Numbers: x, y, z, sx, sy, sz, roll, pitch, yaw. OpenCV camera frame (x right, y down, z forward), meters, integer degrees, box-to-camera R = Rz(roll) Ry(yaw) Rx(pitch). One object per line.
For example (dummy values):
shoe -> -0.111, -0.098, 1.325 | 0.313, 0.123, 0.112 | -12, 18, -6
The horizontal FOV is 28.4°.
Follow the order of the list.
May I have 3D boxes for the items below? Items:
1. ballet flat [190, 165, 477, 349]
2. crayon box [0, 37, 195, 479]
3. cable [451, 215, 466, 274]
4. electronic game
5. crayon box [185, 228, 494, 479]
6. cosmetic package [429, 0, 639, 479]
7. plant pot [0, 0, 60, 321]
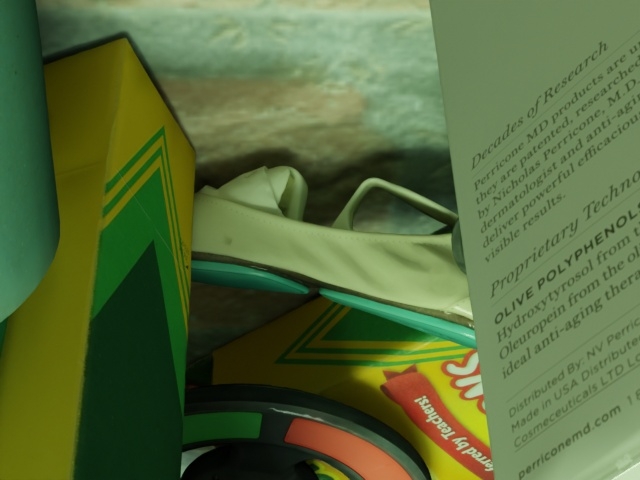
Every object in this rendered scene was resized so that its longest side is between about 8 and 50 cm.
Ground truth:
ballet flat -> 0.000, 0.000, 0.710 | 0.248, 0.086, 0.086 | 12, 138, 16
crayon box -> -0.247, 0.082, 0.622 | 0.363, 0.313, 0.106 | -15, 134, 13
cable -> 0.202, -0.003, 0.668 | 0.287, 0.072, 0.139 | 10, 117, -42
electronic game -> -0.044, 0.163, 0.788 | 0.229, 0.048, 0.229 | 1, 137, 1
crayon box -> 0.072, 0.109, 0.829 | 0.319, 0.081, 0.202 | -28, 130, 25
cosmetic package -> 0.163, -0.042, 0.479 | 0.197, 0.365, 0.155 | 31, 125, -26
plant pot -> -0.242, -0.108, 0.466 | 0.293, 0.293, 0.235 | 4, 118, -7
